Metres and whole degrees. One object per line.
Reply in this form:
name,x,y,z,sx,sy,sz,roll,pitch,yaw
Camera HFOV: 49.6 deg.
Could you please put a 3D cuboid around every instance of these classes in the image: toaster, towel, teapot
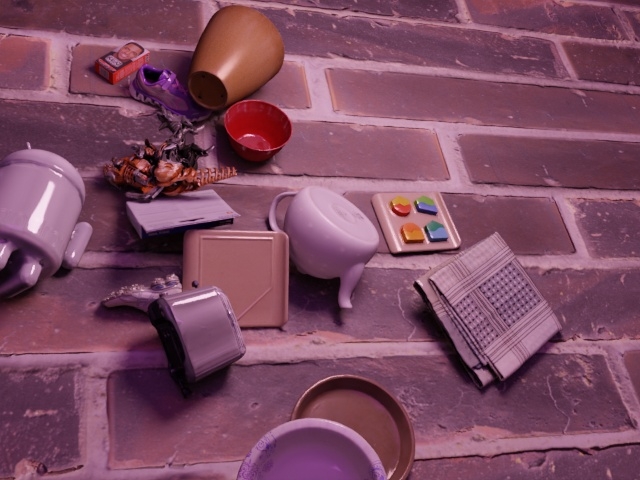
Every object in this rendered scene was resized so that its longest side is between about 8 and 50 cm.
toaster,-0.255,0.201,1.461,0.147,0.129,0.226,-20,87,-31
towel,0.423,0.163,1.714,0.324,0.056,0.312,-28,83,-30
teapot,0.000,0.000,1.672,0.253,0.187,0.256,31,23,-17

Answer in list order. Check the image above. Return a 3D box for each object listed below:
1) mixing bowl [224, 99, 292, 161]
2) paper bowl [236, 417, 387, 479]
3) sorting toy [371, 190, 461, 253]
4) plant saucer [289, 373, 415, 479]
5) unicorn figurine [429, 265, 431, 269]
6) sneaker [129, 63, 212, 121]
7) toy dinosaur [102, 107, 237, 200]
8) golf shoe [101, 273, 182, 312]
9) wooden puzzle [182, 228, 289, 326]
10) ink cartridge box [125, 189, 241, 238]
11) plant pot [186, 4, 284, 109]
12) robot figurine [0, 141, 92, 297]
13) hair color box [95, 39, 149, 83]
mixing bowl,-0.174,-0.278,1.860,0.182,0.098,0.181,8,53,-11
paper bowl,-0.016,0.482,1.305,0.284,0.148,0.284,0,73,0
sorting toy,0.260,-0.056,1.872,0.208,0.038,0.193,-6,58,-20
plant saucer,0.066,0.420,1.475,0.278,0.041,0.277,8,53,-11
unicorn figurine,0.341,0.120,1.766,0.162,0.060,0.111,-4,56,-39
sneaker,-0.403,-0.406,1.878,0.237,0.104,0.095,22,51,-2
toy dinosaur,-0.364,-0.176,1.699,0.322,0.164,0.218,18,57,-3
golf shoe,-0.389,0.134,1.524,0.176,0.069,0.086,-13,100,-1
wooden puzzle,-0.193,0.087,1.580,0.239,0.044,0.220,1,89,-14
ink cartridge box,-0.322,-0.055,1.620,0.223,0.045,0.224,-10,24,-23
plant pot,-0.250,-0.469,1.867,0.237,0.237,0.254,24,46,1
robot figurine,-0.632,-0.054,1.498,0.300,0.200,0.353,41,41,-39
hair color box,-0.553,-0.500,1.937,0.072,0.043,0.141,35,53,10
